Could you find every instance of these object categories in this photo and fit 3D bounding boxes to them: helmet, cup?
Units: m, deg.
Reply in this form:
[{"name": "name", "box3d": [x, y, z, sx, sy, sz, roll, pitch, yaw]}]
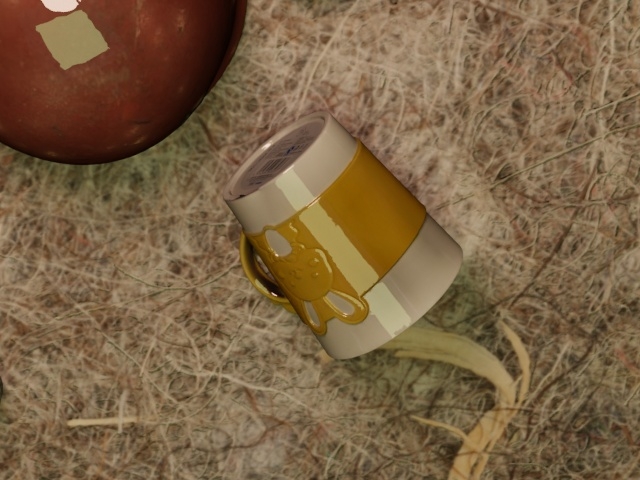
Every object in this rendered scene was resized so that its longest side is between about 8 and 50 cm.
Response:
[{"name": "helmet", "box3d": [-0.255, -0.214, 1.916, 0.385, 0.230, 0.337, 23, 112, -17]}, {"name": "cup", "box3d": [0.000, 0.000, 2.088, 0.241, 0.185, 0.226, -22, 115, 40]}]

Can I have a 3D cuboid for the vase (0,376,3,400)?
[{"name": "vase", "box3d": [-0.427, 0.156, 2.163, 0.149, 0.081, 0.081, 20, 112, -17]}]
